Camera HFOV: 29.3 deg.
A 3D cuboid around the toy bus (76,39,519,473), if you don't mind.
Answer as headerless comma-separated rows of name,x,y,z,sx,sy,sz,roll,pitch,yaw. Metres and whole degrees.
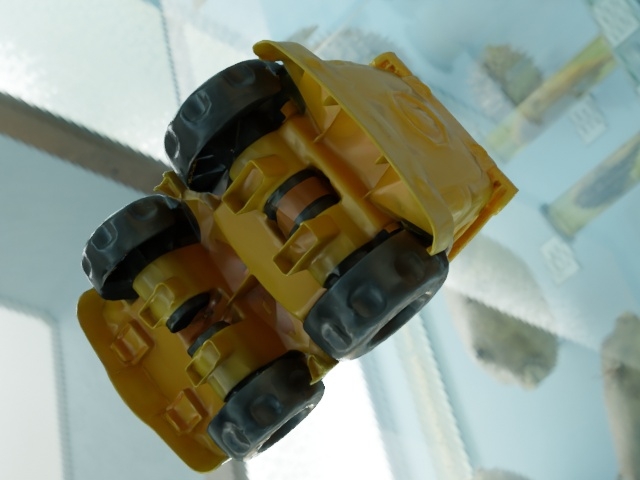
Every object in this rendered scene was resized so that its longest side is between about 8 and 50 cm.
toy bus,0.000,0.000,0.687,0.149,0.220,0.211,49,-149,13
